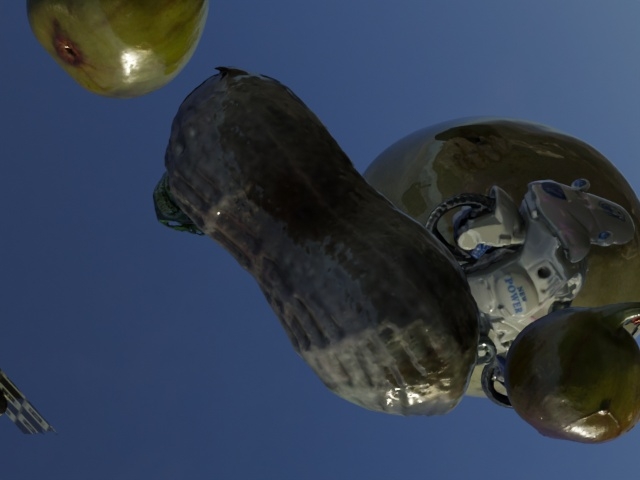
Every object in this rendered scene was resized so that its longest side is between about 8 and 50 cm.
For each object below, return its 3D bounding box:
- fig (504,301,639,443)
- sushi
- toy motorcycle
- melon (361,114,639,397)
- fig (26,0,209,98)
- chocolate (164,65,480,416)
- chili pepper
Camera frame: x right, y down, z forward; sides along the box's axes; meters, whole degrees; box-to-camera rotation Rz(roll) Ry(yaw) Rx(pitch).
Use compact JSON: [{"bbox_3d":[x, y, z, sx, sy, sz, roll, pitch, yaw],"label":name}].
[{"bbox_3d":[0.152,0.069,0.909,0.084,0.098,0.082,28,-157,19],"label":"fig"},{"bbox_3d":[-0.324,0.113,1.411,0.031,0.139,0.201,-43,-83,-22],"label":"sushi"},{"bbox_3d":[0.173,0.041,1.196,0.102,0.150,0.221,-101,-10,-57],"label":"toy motorcycle"},{"bbox_3d":[0.169,0.014,1.469,0.330,0.268,0.268,5,-117,-43],"label":"melon"},{"bbox_3d":[-0.150,-0.210,1.260,0.142,0.148,0.186,30,-126,-16],"label":"fig"},{"bbox_3d":[0.000,0.000,0.922,0.248,0.110,0.110,46,-161,11],"label":"chocolate"},{"bbox_3d":[-0.143,-0.044,1.778,0.050,0.182,0.073,13,-90,-32],"label":"chili pepper"}]
